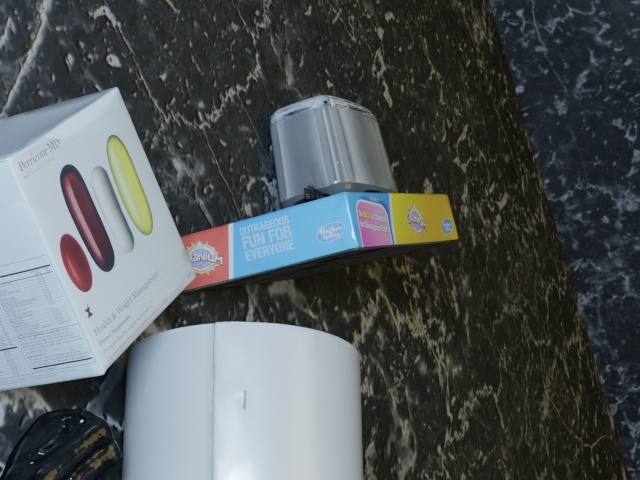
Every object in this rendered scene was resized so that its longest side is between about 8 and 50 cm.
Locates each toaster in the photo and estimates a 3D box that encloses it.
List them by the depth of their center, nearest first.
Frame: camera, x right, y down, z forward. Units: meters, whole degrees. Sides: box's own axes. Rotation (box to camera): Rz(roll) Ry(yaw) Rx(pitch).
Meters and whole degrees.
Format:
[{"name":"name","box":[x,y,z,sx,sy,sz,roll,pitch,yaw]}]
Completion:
[{"name":"toaster","box":[0.012,-0.112,1.710,0.227,0.129,0.146,7,68,-60]}]

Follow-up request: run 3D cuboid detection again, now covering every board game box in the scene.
[{"name":"board game box","box":[0.000,0.000,1.502,0.316,0.242,0.064,-3,80,-64]}]

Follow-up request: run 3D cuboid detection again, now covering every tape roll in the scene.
[{"name":"tape roll","box":[-0.079,0.199,1.252,0.246,0.246,0.169,35,48,-54]}]

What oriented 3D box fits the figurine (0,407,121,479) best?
[{"name":"figurine","box":[-0.243,0.293,1.078,0.209,0.092,0.215,-46,120,-50]}]

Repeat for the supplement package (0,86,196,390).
[{"name":"supplement package","box":[-0.247,-0.002,1.114,0.203,0.149,0.194,69,27,-18]}]
